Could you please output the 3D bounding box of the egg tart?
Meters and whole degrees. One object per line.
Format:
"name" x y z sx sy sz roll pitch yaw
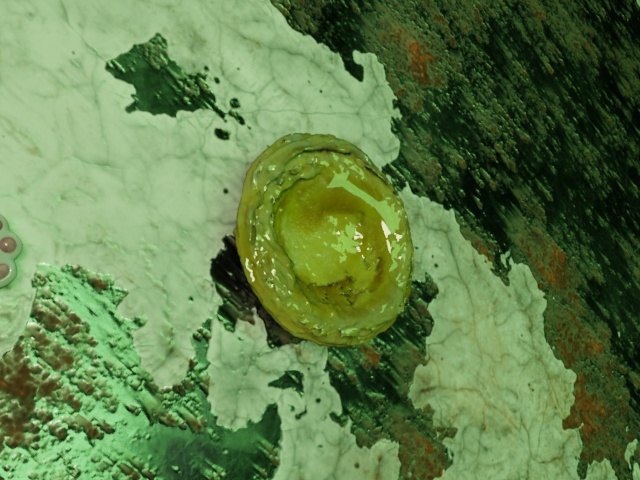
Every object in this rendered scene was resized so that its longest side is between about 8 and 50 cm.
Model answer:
"egg tart" 0.000 0.000 0.881 0.288 0.118 0.288 7 76 -31

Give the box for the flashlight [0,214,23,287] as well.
"flashlight" -0.391 0.039 0.652 0.200 0.047 0.093 -38 101 -35
